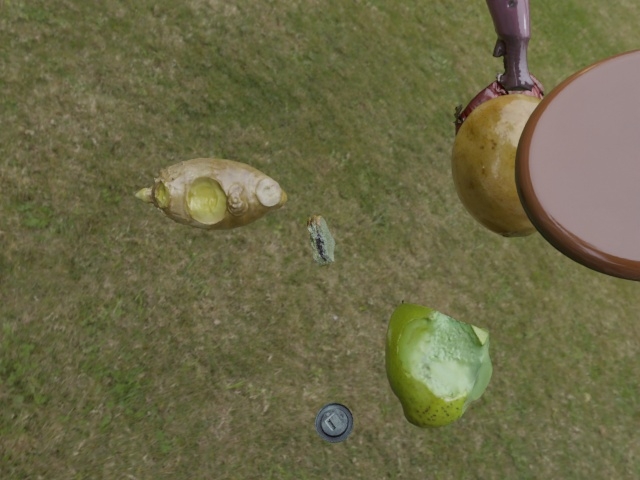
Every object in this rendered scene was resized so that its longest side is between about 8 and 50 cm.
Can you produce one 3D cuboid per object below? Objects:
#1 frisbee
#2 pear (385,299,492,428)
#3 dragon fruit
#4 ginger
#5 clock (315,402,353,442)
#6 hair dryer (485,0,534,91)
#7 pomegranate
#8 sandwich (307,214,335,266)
[{"bbox_3d":[0.318,-0.082,0.525,0.021,0.251,0.250,40,38,-59],"label":"frisbee"},{"bbox_3d":[0.270,0.319,1.363,0.287,0.176,0.281,22,78,21],"label":"pear"},{"bbox_3d":[0.431,-0.257,1.233,0.148,0.218,0.224,59,12,25],"label":"dragon fruit"},{"bbox_3d":[-0.157,-0.067,0.780,0.216,0.157,0.102,2,102,-2],"label":"ginger"},{"bbox_3d":[0.031,0.392,1.172,0.085,0.017,0.085,-7,54,10],"label":"clock"},{"bbox_3d":[0.108,-0.159,0.289,0.054,0.106,0.154,-41,132,-59],"label":"hair dryer"},{"bbox_3d":[0.357,-0.134,0.988,0.261,0.260,0.260,15,58,-26],"label":"pomegranate"},{"bbox_3d":[0.000,0.000,1.180,0.093,0.036,0.104,-82,153,-54],"label":"sandwich"}]
